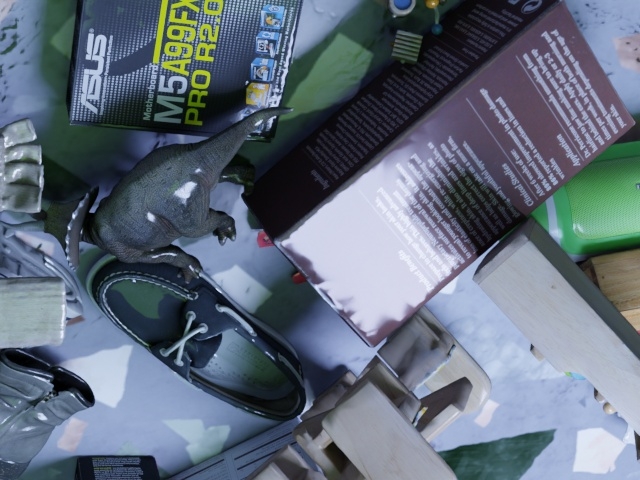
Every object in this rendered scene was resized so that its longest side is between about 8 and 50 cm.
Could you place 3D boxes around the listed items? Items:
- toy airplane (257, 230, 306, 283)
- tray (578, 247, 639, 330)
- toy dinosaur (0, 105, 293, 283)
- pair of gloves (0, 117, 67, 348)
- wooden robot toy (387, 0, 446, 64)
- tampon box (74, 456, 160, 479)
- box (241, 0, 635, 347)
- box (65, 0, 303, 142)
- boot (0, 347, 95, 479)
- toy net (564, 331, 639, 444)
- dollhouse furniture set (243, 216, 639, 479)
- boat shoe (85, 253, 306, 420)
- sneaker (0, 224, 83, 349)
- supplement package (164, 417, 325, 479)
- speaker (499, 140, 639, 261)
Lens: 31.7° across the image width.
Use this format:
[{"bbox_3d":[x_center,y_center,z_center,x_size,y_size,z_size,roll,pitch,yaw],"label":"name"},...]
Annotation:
[{"bbox_3d":[0.000,0.000,1.312,0.151,0.028,0.151,-9,121,-15],"label":"toy airplane"},{"bbox_3d":[0.492,0.044,1.395,0.411,0.076,0.203,-8,165,-12],"label":"tray"},{"bbox_3d":[-0.158,-0.037,1.147,0.313,0.121,0.160,-24,160,27],"label":"toy dinosaur"},{"bbox_3d":[-0.359,0.005,1.094,0.204,0.042,0.240,-9,106,-12],"label":"pair of gloves"},{"bbox_3d":[0.112,-0.266,1.145,0.076,0.079,0.173,30,92,-1],"label":"wooden robot toy"},{"bbox_3d":[-0.245,0.358,1.364,0.101,0.161,0.120,4,119,-19],"label":"tampon box"},{"bbox_3d":[0.126,-0.087,1.218,0.381,0.143,0.191,-41,123,0],"label":"box"},{"bbox_3d":[-0.129,-0.237,1.117,0.216,0.060,0.270,4,118,-20],"label":"box"},{"bbox_3d":[-0.387,0.169,1.251,0.246,0.083,0.161,26,117,-37],"label":"boot"},{"bbox_3d":[0.412,0.189,1.542,0.122,0.045,0.232,-49,127,-18],"label":"toy net"},{"bbox_3d":[0.161,0.204,1.215,0.394,0.362,0.256,-43,86,15],"label":"dollhouse furniture set"},{"bbox_3d":[-0.132,0.113,1.298,0.302,0.091,0.114,29,107,-29],"label":"boat shoe"},{"bbox_3d":[-0.361,0.032,1.191,0.095,0.090,0.235,-35,122,16],"label":"sneaker"},{"bbox_3d":[-0.054,0.399,1.455,0.204,0.145,0.262,-26,123,-1],"label":"supplement package"},{"bbox_3d":[0.361,-0.049,1.336,0.297,0.131,0.131,-9,121,-12],"label":"speaker"}]
